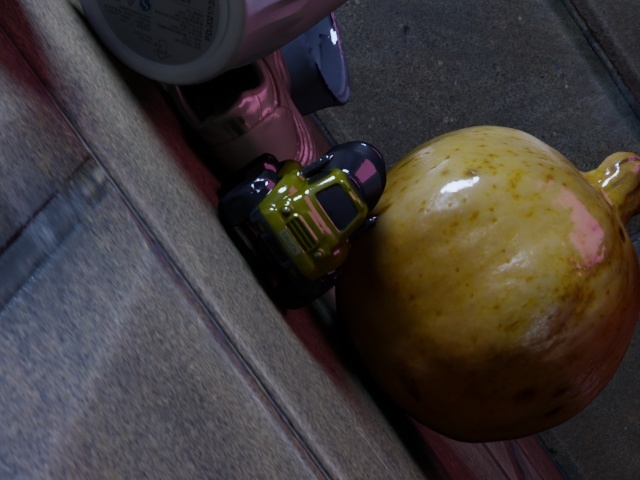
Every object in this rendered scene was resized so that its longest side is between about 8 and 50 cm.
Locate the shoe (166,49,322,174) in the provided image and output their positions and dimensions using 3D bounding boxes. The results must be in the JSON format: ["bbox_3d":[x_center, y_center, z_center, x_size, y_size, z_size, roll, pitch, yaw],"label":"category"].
[{"bbox_3d":[-0.117,-0.203,1.856,0.342,0.132,0.210,64,7,34],"label":"shoe"}]

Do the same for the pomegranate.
[{"bbox_3d":[0.217,0.034,1.875,0.410,0.410,0.410,55,6,-8],"label":"pomegranate"}]

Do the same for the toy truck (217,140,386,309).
[{"bbox_3d":[-0.003,-0.035,1.669,0.147,0.165,0.224,56,6,-7],"label":"toy truck"}]

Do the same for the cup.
[{"bbox_3d":[-0.080,-0.328,1.699,0.253,0.253,0.371,55,41,-9],"label":"cup"}]

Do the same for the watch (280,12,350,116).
[{"bbox_3d":[-0.090,-0.325,2.307,0.335,0.314,0.326,-40,111,-76],"label":"watch"}]
